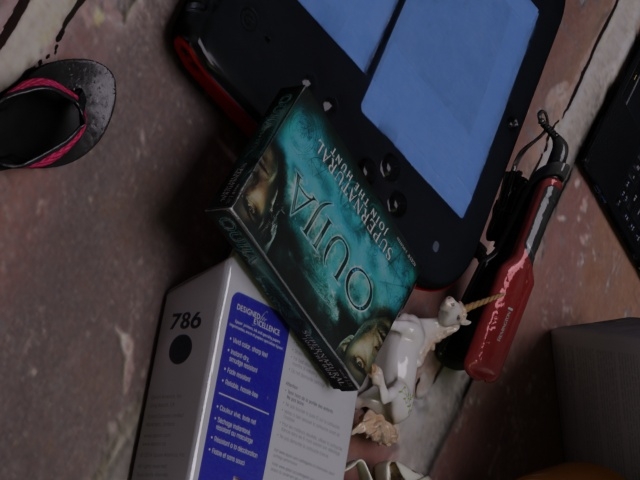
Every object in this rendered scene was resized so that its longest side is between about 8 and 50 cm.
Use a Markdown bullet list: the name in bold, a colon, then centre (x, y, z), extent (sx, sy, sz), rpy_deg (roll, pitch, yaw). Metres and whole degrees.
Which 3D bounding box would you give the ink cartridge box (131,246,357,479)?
- **ink cartridge box**: centre (-0.052, 0.151, 1.343), extent (0.165, 0.065, 0.333), rpy_deg (30, 65, -45)

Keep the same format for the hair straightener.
- **hair straightener**: centre (0.146, 0.000, 1.588), extent (0.047, 0.089, 0.230), rpy_deg (18, 89, -33)

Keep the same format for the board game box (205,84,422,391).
- **board game box**: centre (0.000, 0.000, 1.352), extent (0.186, 0.026, 0.126), rpy_deg (55, 47, -32)

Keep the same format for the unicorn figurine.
- **unicorn figurine**: centre (0.064, 0.087, 1.505), extent (0.111, 0.060, 0.162), rpy_deg (34, 77, -44)

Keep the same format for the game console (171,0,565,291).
- **game console**: centre (0.058, -0.188, 1.521), extent (0.342, 0.060, 0.387), rpy_deg (49, 50, -36)

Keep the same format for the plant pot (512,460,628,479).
- **plant pot**: centre (0.154, 0.293, 1.494), extent (0.188, 0.205, 0.205), rpy_deg (-11, 94, -35)

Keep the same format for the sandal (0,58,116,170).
- **sandal**: centre (-0.188, -0.074, 1.219), extent (0.179, 0.040, 0.067), rpy_deg (-25, 105, -49)

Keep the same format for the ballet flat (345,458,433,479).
- **ballet flat**: centre (0.046, 0.193, 1.466), extent (0.168, 0.057, 0.052), rpy_deg (1, 76, -51)

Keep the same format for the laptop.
- **laptop**: centre (0.399, -0.065, 1.863), extent (0.264, 0.136, 0.234), rpy_deg (56, 46, -30)

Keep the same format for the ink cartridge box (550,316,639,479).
- **ink cartridge box**: centre (0.307, 0.224, 1.551), extent (0.091, 0.385, 0.308), rpy_deg (-6, 91, -15)
